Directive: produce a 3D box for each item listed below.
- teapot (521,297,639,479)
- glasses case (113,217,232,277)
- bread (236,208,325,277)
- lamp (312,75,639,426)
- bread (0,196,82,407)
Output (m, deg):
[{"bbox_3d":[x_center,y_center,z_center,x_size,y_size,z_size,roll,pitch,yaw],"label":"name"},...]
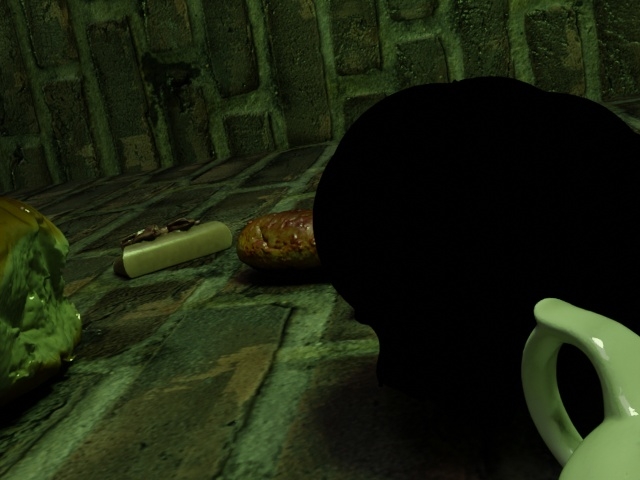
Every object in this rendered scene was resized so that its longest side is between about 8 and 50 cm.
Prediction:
[{"bbox_3d":[0.200,0.121,0.357,0.204,0.140,0.298,-21,17,-29],"label":"teapot"},{"bbox_3d":[-0.259,0.000,1.340,0.193,0.070,0.102,-18,14,-31],"label":"glasses case"},{"bbox_3d":[0.002,-0.002,1.095,0.268,0.095,0.139,-6,11,37],"label":"bread"},{"bbox_3d":[0.133,0.018,0.621,0.305,0.240,0.305,21,-14,5],"label":"lamp"},{"bbox_3d":[-0.386,0.076,0.783,0.250,0.225,0.279,-12,18,-1],"label":"bread"}]
